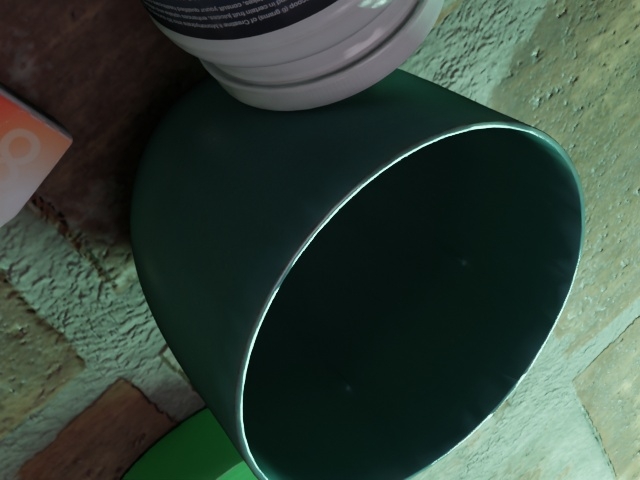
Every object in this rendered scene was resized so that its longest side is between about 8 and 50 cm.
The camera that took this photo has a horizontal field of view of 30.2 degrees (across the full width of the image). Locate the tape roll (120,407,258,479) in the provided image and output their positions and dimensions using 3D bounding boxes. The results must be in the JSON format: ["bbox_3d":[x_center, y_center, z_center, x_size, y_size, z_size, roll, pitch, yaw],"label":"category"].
[{"bbox_3d":[-0.069,0.286,1.124,0.321,0.077,0.321,-23,132,-28],"label":"tape roll"}]

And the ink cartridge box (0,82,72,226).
[{"bbox_3d":[-0.263,-0.033,0.736,0.179,0.045,0.145,-54,139,1],"label":"ink cartridge box"}]

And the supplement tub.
[{"bbox_3d":[-0.048,-0.222,0.670,0.191,0.191,0.272,-43,139,-8],"label":"supplement tub"}]

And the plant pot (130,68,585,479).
[{"bbox_3d":[0.000,0.000,0.847,0.293,0.235,0.293,-23,132,-28],"label":"plant pot"}]
